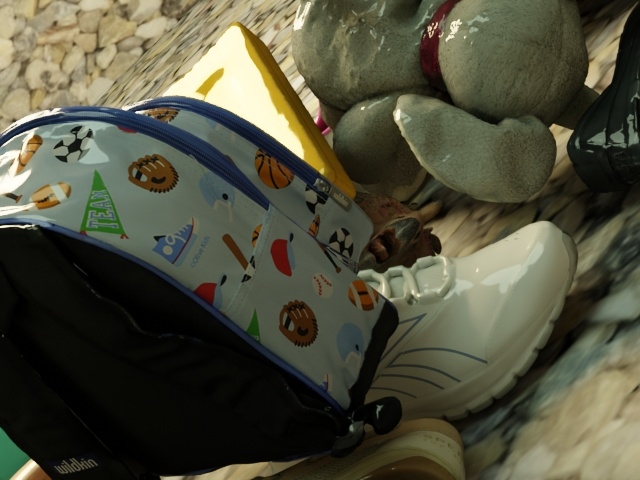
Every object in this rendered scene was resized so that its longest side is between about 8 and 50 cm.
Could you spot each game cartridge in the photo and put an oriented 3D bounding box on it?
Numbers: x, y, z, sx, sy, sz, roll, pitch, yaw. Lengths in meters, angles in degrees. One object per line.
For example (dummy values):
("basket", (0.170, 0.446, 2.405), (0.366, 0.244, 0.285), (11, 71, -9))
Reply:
("game cartridge", (-0.129, 0.004, 1.291), (0.324, 0.052, 0.285), (-47, 37, 13))

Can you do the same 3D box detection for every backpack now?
("backpack", (-0.108, 0.027, 1.015), (0.276, 0.263, 0.213), (-23, 44, 41))

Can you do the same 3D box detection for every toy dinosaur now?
("toy dinosaur", (0.000, 0.000, 1.322), (0.200, 0.127, 0.296), (-41, 35, 5))

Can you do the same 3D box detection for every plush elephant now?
("plush elephant", (0.122, -0.152, 1.267), (0.255, 0.330, 0.272), (26, 90, 30))

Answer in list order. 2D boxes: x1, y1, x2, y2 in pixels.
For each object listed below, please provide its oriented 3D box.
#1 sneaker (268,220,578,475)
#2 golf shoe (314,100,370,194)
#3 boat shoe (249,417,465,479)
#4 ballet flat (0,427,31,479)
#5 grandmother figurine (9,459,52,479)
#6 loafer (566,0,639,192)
("sneaker", (0.048, 0.071, 1.126), (0.297, 0.129, 0.111), (-35, 19, 21))
("golf shoe", (-0.028, -0.026, 1.487), (0.306, 0.140, 0.115), (-52, 21, -18))
("boat shoe", (-0.035, 0.209, 1.044), (0.302, 0.109, 0.098), (-31, 16, 18))
("ballet flat", (-0.292, 0.161, 1.696), (0.348, 0.123, 0.123), (-51, 20, -20))
("grandmother figurine", (-0.195, 0.169, 1.473), (0.208, 0.104, 0.342), (-2, 46, 51))
("loafer", (0.262, -0.123, 1.204), (0.078, 0.076, 0.223), (-8, 40, 45))
